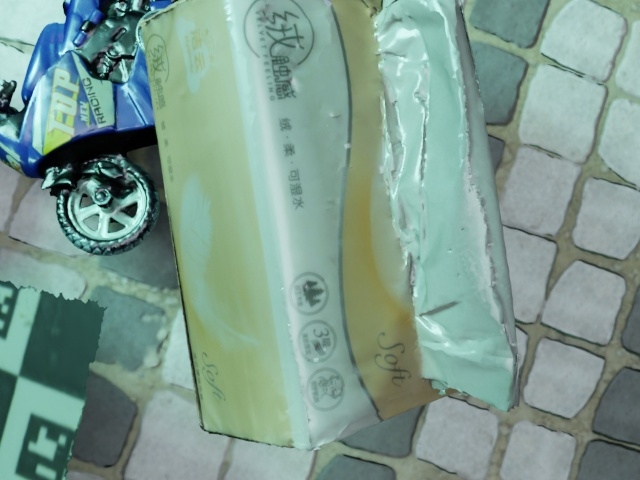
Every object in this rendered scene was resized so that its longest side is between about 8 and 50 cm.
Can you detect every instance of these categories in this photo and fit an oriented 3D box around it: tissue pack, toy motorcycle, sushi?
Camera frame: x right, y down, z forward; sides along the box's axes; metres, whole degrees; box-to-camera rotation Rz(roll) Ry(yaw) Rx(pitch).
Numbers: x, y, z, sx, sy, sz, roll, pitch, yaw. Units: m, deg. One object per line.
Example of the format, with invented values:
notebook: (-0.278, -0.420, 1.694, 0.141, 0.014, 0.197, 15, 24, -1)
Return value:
tissue pack: (0.028, -0.031, 0.554, 0.238, 0.238, 0.306, -9, 91, -10)
toy motorcycle: (-0.189, -0.148, 0.653, 0.168, 0.113, 0.316, 11, 78, 0)
sushi: (-0.290, 0.211, 0.627, 0.296, 0.100, 0.373, 9, 84, 27)
